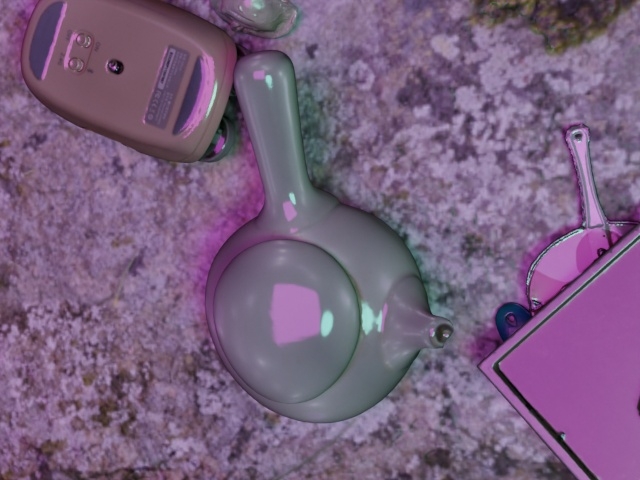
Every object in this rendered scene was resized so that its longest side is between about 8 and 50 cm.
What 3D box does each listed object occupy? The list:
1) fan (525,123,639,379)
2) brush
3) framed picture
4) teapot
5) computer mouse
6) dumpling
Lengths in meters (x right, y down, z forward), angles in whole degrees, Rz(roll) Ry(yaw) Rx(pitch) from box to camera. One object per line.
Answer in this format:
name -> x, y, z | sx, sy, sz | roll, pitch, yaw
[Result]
fan -> 0.244, 0.010, 0.934 | 0.153, 0.008, 0.226 | -13, 86, 11
brush -> 0.219, 0.138, 0.953 | 0.043, 0.032, 0.193 | -36, 70, 9
framed picture -> 0.304, 0.145, 0.890 | 0.211, 0.020, 0.289 | -44, 75, 11
teapot -> -0.034, 0.013, 0.964 | 0.220, 0.149, 0.318 | -33, 84, 17
computer mouse -> -0.179, -0.165, 1.036 | 0.237, 0.082, 0.145 | 21, 100, 14
dumpling -> -0.066, -0.216, 1.009 | 0.052, 0.076, 0.057 | 56, 138, 46
